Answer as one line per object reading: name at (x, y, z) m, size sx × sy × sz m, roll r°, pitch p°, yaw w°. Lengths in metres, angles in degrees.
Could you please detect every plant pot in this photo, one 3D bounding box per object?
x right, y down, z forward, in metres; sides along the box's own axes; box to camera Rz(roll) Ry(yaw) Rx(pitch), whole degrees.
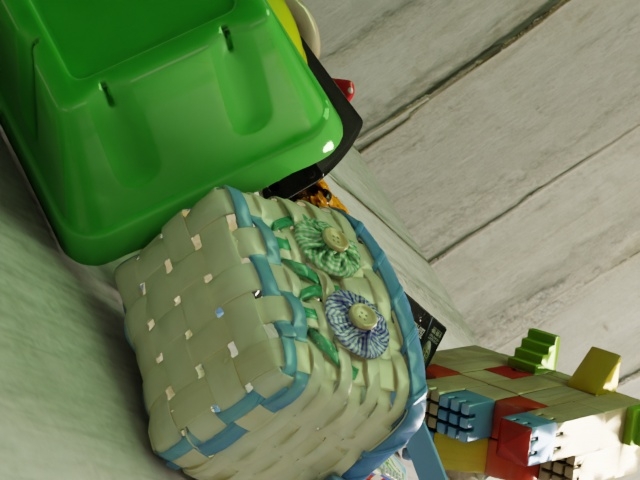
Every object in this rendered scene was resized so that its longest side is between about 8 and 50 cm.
plant pot at (-0.076, -0.135, 1.763) m, size 0.187 × 0.188 × 0.167 m, roll 52°, pitch 22°, yaw -23°

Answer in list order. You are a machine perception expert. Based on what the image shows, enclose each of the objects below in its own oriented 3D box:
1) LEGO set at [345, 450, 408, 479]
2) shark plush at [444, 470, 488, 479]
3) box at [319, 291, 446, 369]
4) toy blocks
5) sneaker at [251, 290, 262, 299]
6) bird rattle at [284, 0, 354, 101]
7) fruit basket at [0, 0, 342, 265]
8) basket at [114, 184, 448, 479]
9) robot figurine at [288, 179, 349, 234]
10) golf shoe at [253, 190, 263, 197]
LEGO set at (0.086, 0.262, 1.474) m, size 0.182 × 0.060 × 0.244 m, roll 46°, pitch 10°, yaw -7°
shark plush at (0.185, 0.336, 1.895) m, size 0.161 × 0.073 × 0.067 m, roll -167°, pitch -117°, yaw -76°
box at (0.051, 0.090, 1.687) m, size 0.147 × 0.077 × 0.180 m, roll 25°, pitch -7°, yaw 27°
toy blocks at (0.218, 0.227, 1.781) m, size 0.261 × 0.191 × 0.381 m, roll -4°, pitch 14°, yaw -43°
sneaker at (-0.116, -0.002, 1.262) m, size 0.153 × 0.101 × 0.268 m, roll 58°, pitch 3°, yaw 18°
bird rattle at (-0.077, -0.239, 1.881) m, size 0.143 × 0.253 × 0.207 m, roll -34°, pitch 132°, yaw -76°
fruit basket at (-0.146, -0.166, 1.178) m, size 0.392 × 0.283 × 0.392 m, roll 61°, pitch -10°, yaw 18°
basket at (-0.007, 0.103, 1.091) m, size 0.289 × 0.201 × 0.255 m, roll 32°, pitch 29°, yaw -50°
robot figurine at (0.000, 0.000, 1.932) m, size 0.211 × 0.085 × 0.291 m, roll 52°, pitch 10°, yaw -26°
golf shoe at (-0.119, -0.082, 1.614) m, size 0.198 × 0.077 × 0.094 m, roll 47°, pitch 13°, yaw -42°
